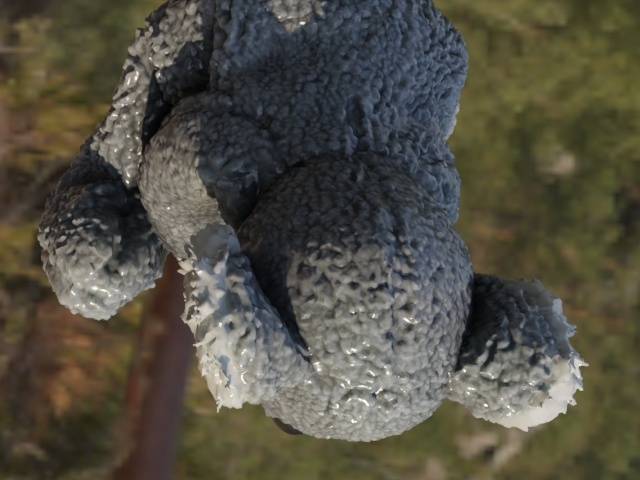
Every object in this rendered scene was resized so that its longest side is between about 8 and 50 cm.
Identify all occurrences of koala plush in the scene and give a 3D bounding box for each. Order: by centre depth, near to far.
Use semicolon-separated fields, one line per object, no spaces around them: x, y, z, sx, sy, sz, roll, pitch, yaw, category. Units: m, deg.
0.000;0.000;0.816;0.221;0.196;0.203;-110;-143;-54;koala plush
